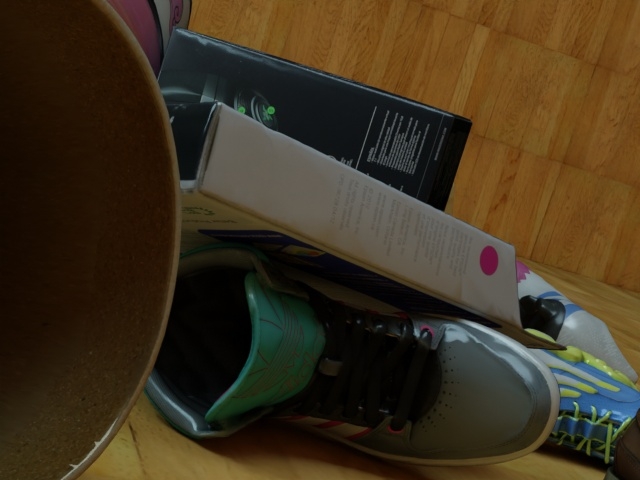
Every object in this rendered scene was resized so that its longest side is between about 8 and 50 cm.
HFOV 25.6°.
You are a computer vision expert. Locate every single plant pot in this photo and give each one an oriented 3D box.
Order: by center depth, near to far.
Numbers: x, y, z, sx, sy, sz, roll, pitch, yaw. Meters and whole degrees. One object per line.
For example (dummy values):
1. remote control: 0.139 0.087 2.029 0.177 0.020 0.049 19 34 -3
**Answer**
1. plant pot: -0.235 -0.007 0.649 0.254 0.237 0.237 4 -2 30

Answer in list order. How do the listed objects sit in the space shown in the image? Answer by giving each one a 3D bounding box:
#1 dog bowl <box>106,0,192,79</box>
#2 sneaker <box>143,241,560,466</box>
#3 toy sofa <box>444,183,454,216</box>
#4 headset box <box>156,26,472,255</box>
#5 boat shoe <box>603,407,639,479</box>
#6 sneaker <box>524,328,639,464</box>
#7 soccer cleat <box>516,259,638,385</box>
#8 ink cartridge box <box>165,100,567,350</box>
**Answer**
1. dog bowl: -0.321 -0.189 1.272 0.408 0.408 0.150 16 39 -17
2. sneaker: 0.000 0.075 0.891 0.295 0.123 0.178 11 -1 14
3. toy sofa: 0.012 -0.031 2.049 0.362 0.177 0.150 22 32 37
4. headset box: -0.040 -0.036 1.260 0.283 0.246 0.131 18 6 11
5. boat shoe: 0.292 0.179 0.928 0.111 0.104 0.307 15 6 -28
6. sneaker: 0.225 0.140 1.177 0.240 0.091 0.126 14 7 -43
7. soccer cleat: 0.240 0.110 1.535 0.143 0.116 0.331 33 5 -11
8. ink cartridge box: 0.000 0.000 0.956 0.176 0.069 0.371 2 -18 45
